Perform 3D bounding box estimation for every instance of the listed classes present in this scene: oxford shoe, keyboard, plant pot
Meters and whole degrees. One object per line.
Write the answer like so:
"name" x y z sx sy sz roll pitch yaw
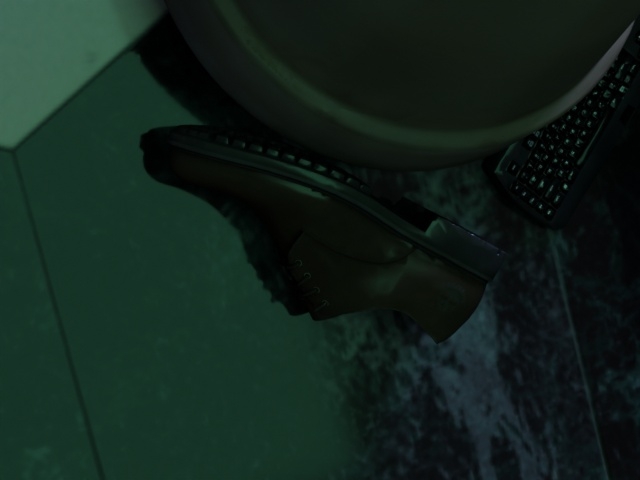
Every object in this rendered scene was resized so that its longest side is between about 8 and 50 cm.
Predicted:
"oxford shoe" 0.000 0.000 1.119 0.227 0.083 0.096 27 95 -14
"keyboard" 0.174 -0.109 1.200 0.100 0.038 0.192 33 80 -18
"plant pot" 0.090 -0.221 1.012 0.323 0.280 0.323 4 80 -21
